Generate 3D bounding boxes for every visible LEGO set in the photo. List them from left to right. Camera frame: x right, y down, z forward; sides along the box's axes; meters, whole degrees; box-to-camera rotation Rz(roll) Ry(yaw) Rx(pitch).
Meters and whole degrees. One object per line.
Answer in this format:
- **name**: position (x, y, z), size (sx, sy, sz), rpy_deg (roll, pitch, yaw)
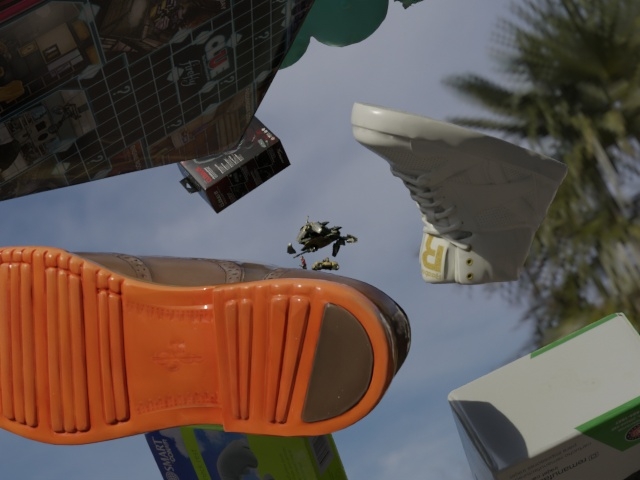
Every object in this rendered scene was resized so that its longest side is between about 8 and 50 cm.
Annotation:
- **LEGO set**: position (-0.003, 0.001, 1.108), size (0.054, 0.023, 0.083), rpy_deg (0, -25, -19)

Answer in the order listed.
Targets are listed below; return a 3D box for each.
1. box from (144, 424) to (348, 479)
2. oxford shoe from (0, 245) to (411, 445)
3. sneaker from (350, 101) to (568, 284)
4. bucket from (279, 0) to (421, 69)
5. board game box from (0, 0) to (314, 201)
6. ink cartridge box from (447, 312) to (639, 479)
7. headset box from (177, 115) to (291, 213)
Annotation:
- **box**: position (-0.066, 0.180, 1.128), size (0.178, 0.109, 0.042), rpy_deg (0, 32, 32)
- **oxford shoe**: position (-0.116, 0.068, 0.968), size (0.363, 0.130, 0.132), rpy_deg (6, 9, 16)
- **sneaker**: position (0.130, -0.036, 1.458), size (0.292, 0.108, 0.169), rpy_deg (16, -83, -39)
- **bucket**: position (-0.033, -0.274, 0.987), size (0.281, 0.281, 0.183), rpy_deg (-26, -49, 4)
- **board game box**: position (-0.065, -0.086, 0.335), size (0.165, 0.042, 0.243), rpy_deg (-14, -22, -28)
- **ink cartridge box**: position (0.201, 0.176, 1.112), size (0.153, 0.087, 0.208), rpy_deg (-26, -43, -4)
- **headset box**: position (-0.077, -0.064, 1.159), size (0.083, 0.062, 0.032), rpy_deg (-33, -45, -11)
